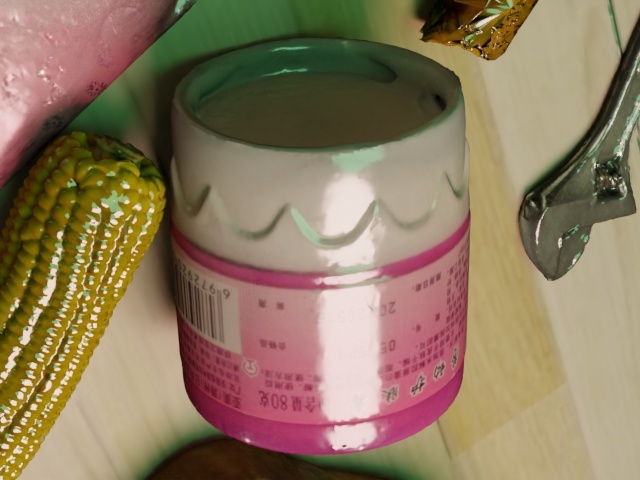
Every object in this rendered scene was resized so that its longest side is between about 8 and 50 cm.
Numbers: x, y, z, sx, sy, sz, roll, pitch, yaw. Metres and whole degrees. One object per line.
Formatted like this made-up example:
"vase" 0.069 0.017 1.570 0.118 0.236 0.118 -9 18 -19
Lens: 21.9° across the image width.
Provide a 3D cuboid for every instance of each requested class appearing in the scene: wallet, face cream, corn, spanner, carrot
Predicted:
"wallet" -0.181 -0.092 0.895 0.232 0.025 0.119 -45 129 -5
"face cream" 0.000 0.000 0.963 0.175 0.175 0.195 -16 123 -25
"corn" -0.164 0.044 0.944 0.080 0.080 0.231 18 108 -37
"spanner" 0.220 -0.121 1.139 0.093 0.026 0.325 12 105 -35
"carrot" 0.138 -0.212 1.013 0.069 0.069 0.229 21 103 -38

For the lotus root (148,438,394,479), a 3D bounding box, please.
"lotus root" -0.043 0.309 1.144 0.390 0.111 0.375 -19 121 -20
